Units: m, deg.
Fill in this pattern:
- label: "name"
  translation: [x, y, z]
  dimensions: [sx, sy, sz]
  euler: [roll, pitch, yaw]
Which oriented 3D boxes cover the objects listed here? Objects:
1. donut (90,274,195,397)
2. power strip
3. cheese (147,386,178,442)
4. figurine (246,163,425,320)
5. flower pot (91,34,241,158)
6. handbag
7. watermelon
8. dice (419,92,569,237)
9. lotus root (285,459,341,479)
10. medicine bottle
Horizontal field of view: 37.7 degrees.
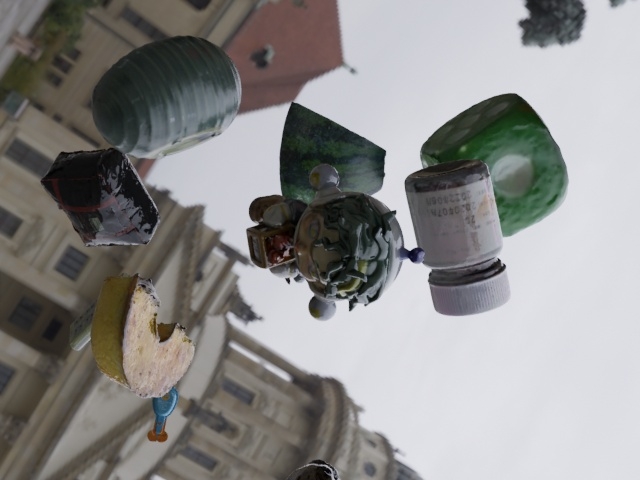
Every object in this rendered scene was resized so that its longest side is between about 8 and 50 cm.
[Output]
- label: "donut"
  translation: [-0.307, 0.177, 1.560]
  dimensions: [0.259, 0.101, 0.152]
  euler: [72, 33, -54]
- label: "power strip"
  translation: [-0.540, 0.168, 2.352]
  dimensions: [0.268, 0.034, 0.092]
  euler: [-43, -148, 19]
- label: "cheese"
  translation: [-0.292, 0.317, 1.730]
  dimensions: [0.017, 0.047, 0.111]
  euler: [148, -46, -76]
- label: "figurine"
  translation: [-0.002, -0.003, 1.599]
  dimensions: [0.186, 0.261, 0.382]
  euler: [-26, -156, -31]
- label: "flower pot"
  translation: [-0.233, -0.217, 1.442]
  dimensions: [0.243, 0.157, 0.189]
  euler: [-23, 180, -33]
- label: "handbag"
  translation: [-0.456, -0.085, 1.943]
  dimensions: [0.169, 0.215, 0.155]
  euler: [-1, -137, 27]
- label: "watermelon"
  translation: [0.041, -0.252, 2.534]
  dimensions: [0.292, 0.283, 0.250]
  euler: [-80, 173, -48]
- label: "dice"
  translation: [0.445, -0.185, 2.418]
  dimensions: [0.287, 0.297, 0.300]
  euler: [-32, -164, -3]
- label: "lotus root"
  translation: [-0.010, 0.422, 1.422]
  dimensions: [0.120, 0.120, 0.209]
  euler: [-46, -162, 26]
- label: "medicine bottle"
  translation: [0.263, -0.007, 1.782]
  dimensions: [0.165, 0.273, 0.165]
  euler: [-14, -167, 3]
